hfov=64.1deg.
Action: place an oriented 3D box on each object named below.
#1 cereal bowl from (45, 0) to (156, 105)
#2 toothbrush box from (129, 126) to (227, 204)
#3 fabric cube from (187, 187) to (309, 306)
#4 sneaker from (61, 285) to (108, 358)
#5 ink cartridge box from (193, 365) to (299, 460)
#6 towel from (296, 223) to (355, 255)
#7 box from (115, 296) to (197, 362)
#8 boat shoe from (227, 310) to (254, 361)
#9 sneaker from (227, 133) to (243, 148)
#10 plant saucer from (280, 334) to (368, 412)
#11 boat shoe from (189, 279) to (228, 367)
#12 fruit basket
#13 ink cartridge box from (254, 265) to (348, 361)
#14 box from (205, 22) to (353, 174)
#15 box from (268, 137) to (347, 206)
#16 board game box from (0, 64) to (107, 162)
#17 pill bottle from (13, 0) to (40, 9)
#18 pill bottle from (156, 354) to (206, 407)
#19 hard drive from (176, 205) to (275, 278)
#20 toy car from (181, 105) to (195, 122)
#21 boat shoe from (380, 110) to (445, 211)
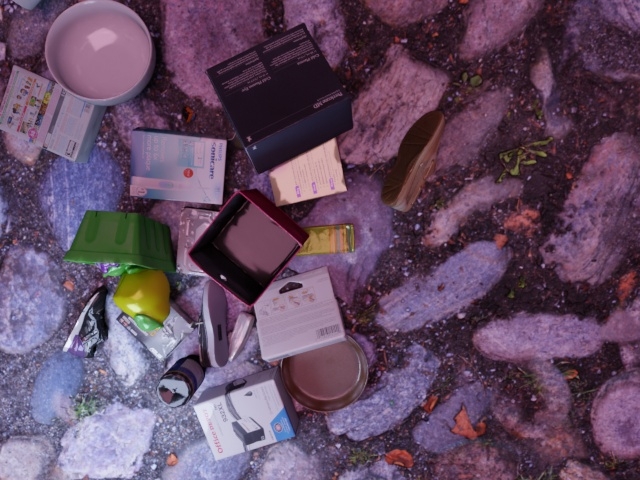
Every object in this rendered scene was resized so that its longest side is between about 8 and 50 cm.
[{"bbox_3d":[-0.698,-0.595,1.670,0.338,0.141,0.339,0,85,-1],"label":"cereal bowl"},{"bbox_3d":[-0.461,-0.245,1.679,0.295,0.126,0.217,5,106,-12],"label":"toothbrush box"},{"bbox_3d":[-0.216,0.011,1.613,0.254,0.258,0.259,40,98,-3],"label":"fabric cube"},{"bbox_3d":[-0.810,0.298,1.849,0.124,0.107,0.283,29,103,-15],"label":"sneaker"},{"bbox_3d":[-0.260,0.615,1.823,0.307,0.129,0.223,-20,96,7],"label":"ink cartridge box"},{"bbox_3d":[0.000,0.000,1.777,0.237,0.021,0.102,-4,96,5],"label":"towel"},{"bbox_3d":[-0.586,0.294,1.841,0.183,0.056,0.231,-44,93,9],"label":"box"},{"bbox_3d":[-0.298,0.341,1.825,0.063,0.066,0.184,25,101,15],"label":"boat shoe"},{"bbox_3d":[-0.257,-0.403,1.718,0.086,0.064,0.192,17,99,1],"label":"sneaker"},{"bbox_3d":[0.016,0.456,1.824,0.310,0.050,0.311,1,98,5],"label":"plant saucer"},{"bbox_3d":[-0.393,0.293,1.802,0.104,0.113,0.307,-7,91,25],"label":"boat shoe"},{"bbox_3d":[-0.618,0.106,1.661,0.282,0.392,0.392,4,98,3],"label":"fruit basket"},{"bbox_3d":[-0.078,0.256,1.783,0.296,0.066,0.261,-17,65,7],"label":"ink cartridge box"},{"bbox_3d":[-0.122,-0.431,1.569,0.343,0.179,0.313,-26,69,-2],"label":"box"},{"bbox_3d":[-0.048,-0.243,1.700,0.242,0.117,0.214,-12,96,5],"label":"box"},{"bbox_3d":[-0.919,-0.427,1.748,0.303,0.097,0.224,24,98,-1],"label":"board game box"},{"bbox_3d":[-0.871,-0.944,1.609,0.392,0.224,0.224,-44,93,8],"label":"pill bottle"},{"bbox_3d":[-0.473,0.478,1.775,0.122,0.219,0.123,0,97,4],"label":"pill bottle"},{"bbox_3d":[-0.324,0.016,1.782,0.338,0.064,0.237,8,98,4],"label":"hard drive"},{"bbox_3d":[-0.457,-0.396,1.758,0.040,0.060,0.122,-4,122,-38],"label":"toy car"},{"bbox_3d":[0.320,-0.258,1.684,0.110,0.121,0.341,20,104,-36],"label":"boat shoe"}]
